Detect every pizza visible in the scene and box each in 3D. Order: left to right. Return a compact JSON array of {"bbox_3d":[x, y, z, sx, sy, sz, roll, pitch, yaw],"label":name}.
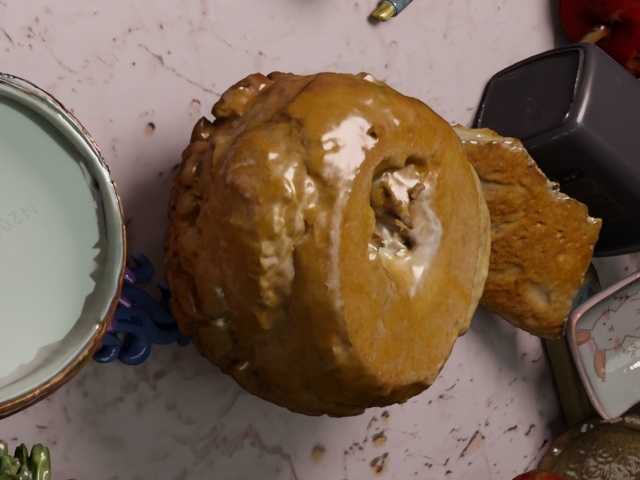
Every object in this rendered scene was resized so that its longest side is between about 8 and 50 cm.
[{"bbox_3d":[0.201,-0.022,1.335,0.365,0.182,0.074,46,21,-26],"label":"pizza"}]

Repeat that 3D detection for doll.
[{"bbox_3d":[-0.184,0.059,1.058,0.206,0.067,0.110,24,83,-50],"label":"doll"}]

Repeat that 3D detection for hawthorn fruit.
[{"bbox_3d":[0.391,-0.299,1.490,0.266,0.210,0.230,-39,129,-20],"label":"hawthorn fruit"}]

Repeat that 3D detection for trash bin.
[{"bbox_3d":[0.338,-0.096,1.432,0.290,0.209,0.182,34,63,-31],"label":"trash bin"}]

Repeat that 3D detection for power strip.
[{"bbox_3d":[0.361,0.210,1.546,0.092,0.066,0.387,-29,110,-36],"label":"power strip"}]

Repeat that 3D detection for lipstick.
[{"bbox_3d":[0.097,-0.278,1.329,0.116,0.037,0.037,-47,120,-26],"label":"lipstick"}]

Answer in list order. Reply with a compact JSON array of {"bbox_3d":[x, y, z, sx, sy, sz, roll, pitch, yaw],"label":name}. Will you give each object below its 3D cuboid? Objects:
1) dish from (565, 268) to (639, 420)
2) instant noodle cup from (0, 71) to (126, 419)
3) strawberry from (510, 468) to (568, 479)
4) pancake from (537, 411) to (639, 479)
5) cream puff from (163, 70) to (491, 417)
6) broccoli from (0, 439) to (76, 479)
[{"bbox_3d":[0.395,0.108,1.465,0.212,0.077,0.151,-27,107,-15],"label":"dish"},{"bbox_3d":[-0.272,0.007,0.834,0.296,0.214,0.296,2,86,-28],"label":"instant noodle cup"},{"bbox_3d":[0.276,0.401,1.354,0.257,0.257,0.277,-11,88,-41],"label":"strawberry"},{"bbox_3d":[0.366,0.308,1.516,0.199,0.021,0.199,-3,103,-11],"label":"pancake"},{"bbox_3d":[0.000,0.000,1.107,0.343,0.231,0.327,-23,108,-50],"label":"cream puff"},{"bbox_3d":[-0.268,0.327,0.888,0.324,0.272,0.334,-49,139,16],"label":"broccoli"}]
